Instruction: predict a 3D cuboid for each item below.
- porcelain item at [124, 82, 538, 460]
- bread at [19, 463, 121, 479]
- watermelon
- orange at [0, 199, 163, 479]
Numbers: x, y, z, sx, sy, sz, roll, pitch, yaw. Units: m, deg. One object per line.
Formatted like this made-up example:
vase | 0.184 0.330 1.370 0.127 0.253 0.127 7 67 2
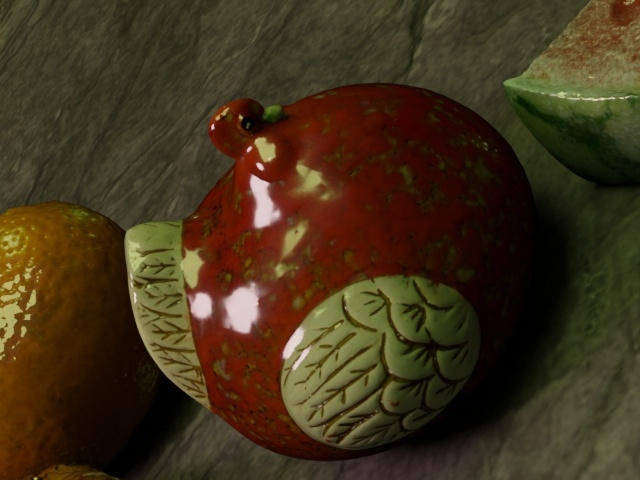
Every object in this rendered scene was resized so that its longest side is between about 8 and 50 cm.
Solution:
porcelain item | 0.000 0.000 1.034 0.253 0.253 0.253 -35 34 27
bread | -0.177 0.210 1.191 0.233 0.076 0.105 -23 81 48
watermelon | 0.183 -0.101 1.033 0.121 0.098 0.158 -17 47 24
orange | -0.205 0.095 1.268 0.158 0.179 0.237 27 75 39
